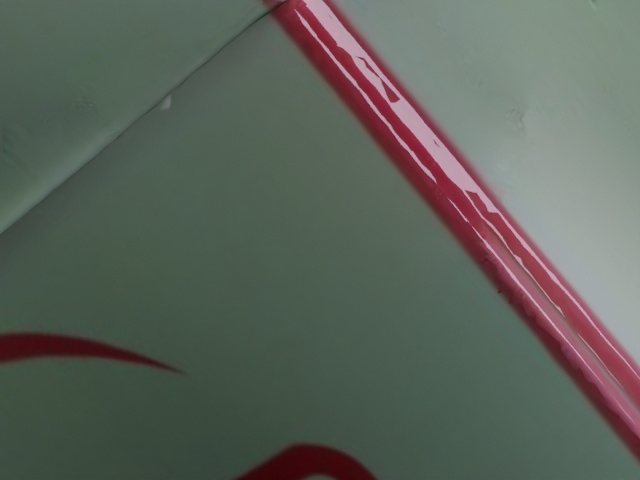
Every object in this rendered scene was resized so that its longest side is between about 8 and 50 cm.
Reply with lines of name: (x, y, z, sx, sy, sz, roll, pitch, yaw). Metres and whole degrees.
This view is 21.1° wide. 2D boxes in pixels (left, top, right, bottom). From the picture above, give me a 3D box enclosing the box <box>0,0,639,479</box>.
box: (0.000, 0.000, 0.528, 0.300, 0.312, 0.314, 50, 38, -9)
